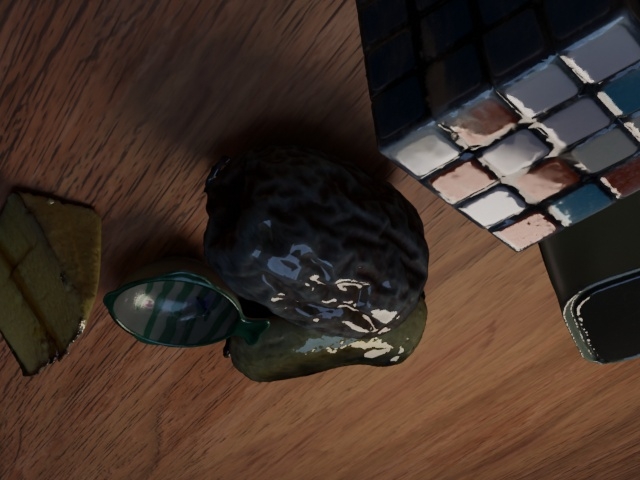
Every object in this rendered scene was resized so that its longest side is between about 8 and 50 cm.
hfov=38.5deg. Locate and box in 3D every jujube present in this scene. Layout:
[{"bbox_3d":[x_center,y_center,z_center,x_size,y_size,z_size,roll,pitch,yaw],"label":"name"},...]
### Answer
[{"bbox_3d":[0.000,0.000,1.184,0.317,0.226,0.226,27,134,-32],"label":"jujube"}]

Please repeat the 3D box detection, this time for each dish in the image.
[{"bbox_3d":[-0.199,0.085,1.379,0.246,0.078,0.224,15,141,-18],"label":"dish"}]

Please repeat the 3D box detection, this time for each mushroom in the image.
[{"bbox_3d":[0.011,0.163,1.500,0.344,0.130,0.248,-3,141,-5],"label":"mushroom"}]

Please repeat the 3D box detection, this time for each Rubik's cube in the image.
[{"bbox_3d":[0.211,-0.183,0.917,0.256,0.259,0.253,-29,141,29],"label":"Rubik's cube"}]

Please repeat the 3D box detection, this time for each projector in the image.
[{"bbox_3d":[0.421,-0.012,1.216,0.248,0.249,0.248,-20,144,16],"label":"projector"}]

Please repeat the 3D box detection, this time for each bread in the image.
[{"bbox_3d":[-0.400,0.074,1.249,0.135,0.178,0.240,16,141,-32],"label":"bread"}]
